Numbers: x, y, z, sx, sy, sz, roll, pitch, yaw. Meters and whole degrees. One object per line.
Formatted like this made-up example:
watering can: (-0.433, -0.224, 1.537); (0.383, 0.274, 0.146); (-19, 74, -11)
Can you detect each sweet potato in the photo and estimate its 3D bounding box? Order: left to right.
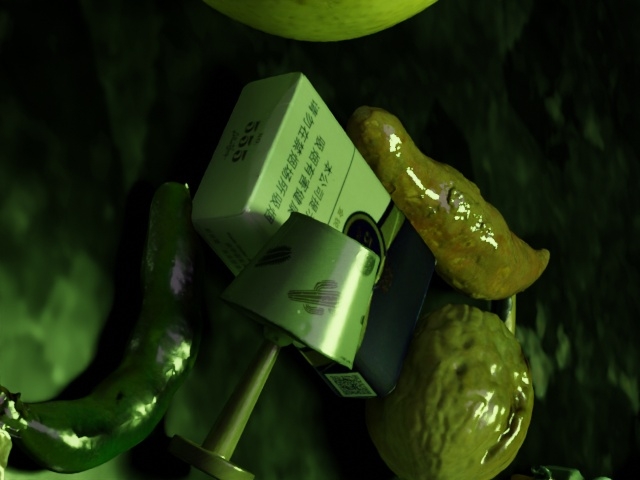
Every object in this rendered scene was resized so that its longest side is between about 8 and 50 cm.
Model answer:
sweet potato: (0.127, -0.012, 1.665); (0.354, 0.095, 0.106); (35, 60, -45)

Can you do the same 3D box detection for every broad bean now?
broad bean: (-0.151, 0.077, 1.286); (0.292, 0.049, 0.144); (-49, 126, -48)

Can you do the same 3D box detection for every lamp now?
lamp: (-0.036, 0.089, 1.355); (0.121, 0.121, 0.215); (34, 81, -47)

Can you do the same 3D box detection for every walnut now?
walnut: (0.117, 0.152, 1.578); (0.155, 0.155, 0.184); (51, 40, -37)

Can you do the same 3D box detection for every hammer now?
hammer: (0.196, 0.108, 1.804); (0.078, 0.021, 0.201); (22, 67, -52)

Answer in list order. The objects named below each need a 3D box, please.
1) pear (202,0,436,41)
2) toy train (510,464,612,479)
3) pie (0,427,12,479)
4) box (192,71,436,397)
pear: (0.000, -0.328, 1.342); (0.348, 0.348, 0.348); (15, 71, -53)
toy train: (0.265, 0.320, 1.807); (0.219, 0.089, 0.127); (54, 54, -36)
pie: (-0.311, 0.166, 1.012); (0.339, 0.083, 0.339); (13, 73, -51)
box: (0.000, 0.000, 1.500); (0.259, 0.071, 0.168); (50, 46, -36)
